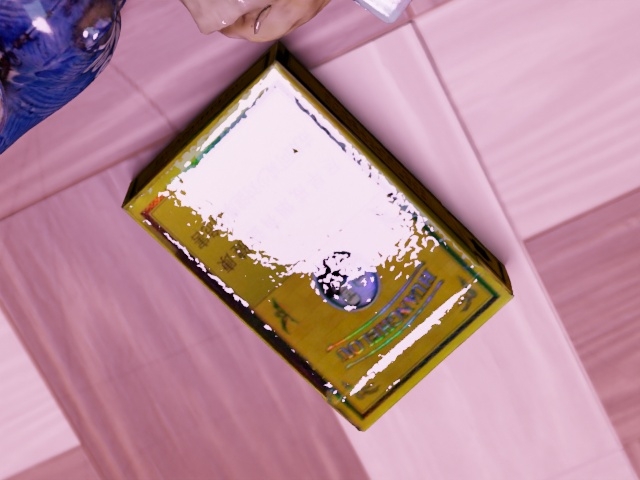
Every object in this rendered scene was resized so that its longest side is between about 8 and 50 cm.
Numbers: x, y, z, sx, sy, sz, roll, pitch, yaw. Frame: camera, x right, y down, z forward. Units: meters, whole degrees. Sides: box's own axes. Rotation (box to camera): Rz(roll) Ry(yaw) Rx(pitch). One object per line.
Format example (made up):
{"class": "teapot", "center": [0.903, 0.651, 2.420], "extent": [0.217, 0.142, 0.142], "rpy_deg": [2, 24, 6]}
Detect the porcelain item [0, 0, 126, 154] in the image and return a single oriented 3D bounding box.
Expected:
{"class": "porcelain item", "center": [-0.218, -0.079, 1.051], "extent": [0.288, 0.186, 0.138], "rpy_deg": [-46, 109, -17]}

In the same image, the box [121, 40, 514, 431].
{"class": "box", "center": [0.000, 0.000, 1.172], "extent": [0.141, 0.064, 0.220], "rpy_deg": [-42, 105, 13]}

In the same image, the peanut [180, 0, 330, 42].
{"class": "peanut", "center": [-0.022, -0.269, 1.027], "extent": [0.149, 0.149, 0.313], "rpy_deg": [13, 99, -4]}

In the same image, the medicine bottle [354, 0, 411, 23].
{"class": "medicine bottle", "center": [0.050, -0.200, 1.106], "extent": [0.074, 0.055, 0.118], "rpy_deg": [38, 105, -8]}
